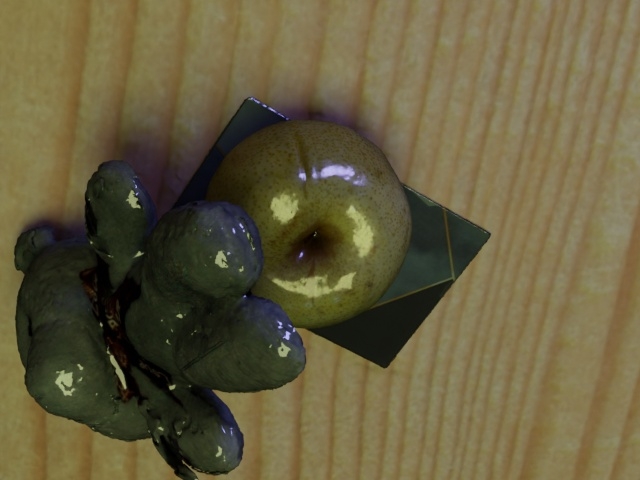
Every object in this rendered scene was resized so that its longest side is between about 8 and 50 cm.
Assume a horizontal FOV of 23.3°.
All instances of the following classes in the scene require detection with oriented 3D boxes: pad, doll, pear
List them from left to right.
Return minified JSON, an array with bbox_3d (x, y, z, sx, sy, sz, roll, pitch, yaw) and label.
[{"bbox_3d":[-0.144,0.066,1.163,0.158,0.340,0.246,-25,97,-25],"label":"doll"},{"bbox_3d":[-0.012,-0.015,1.206,0.167,0.136,0.167,-2,116,-4],"label":"pear"},{"bbox_3d":[0.000,0.000,1.294,0.243,0.004,0.164,28,114,-17],"label":"pad"}]
